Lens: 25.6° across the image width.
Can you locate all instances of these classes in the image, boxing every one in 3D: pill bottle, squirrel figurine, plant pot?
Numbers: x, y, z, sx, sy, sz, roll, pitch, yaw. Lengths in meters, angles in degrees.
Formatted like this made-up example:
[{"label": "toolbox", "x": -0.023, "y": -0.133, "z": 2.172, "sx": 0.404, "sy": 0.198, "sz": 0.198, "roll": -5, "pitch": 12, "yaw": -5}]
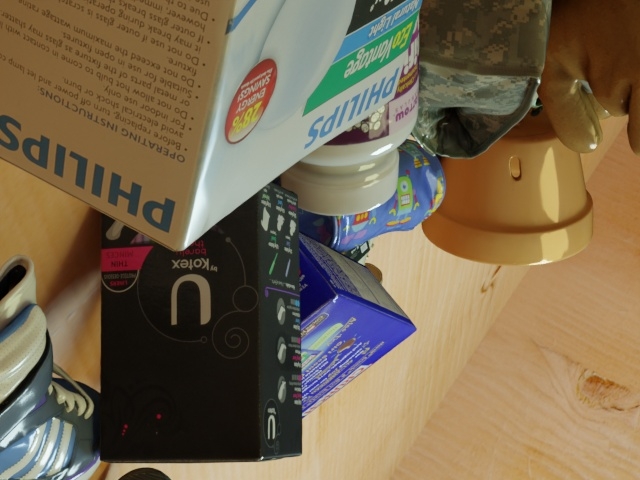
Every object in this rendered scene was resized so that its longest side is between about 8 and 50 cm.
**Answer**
[{"label": "pill bottle", "x": 0.015, "y": -0.181, "z": 1.403, "sx": 0.169, "sy": 0.169, "sz": 0.301, "roll": -45, "pitch": 143, "yaw": -43}, {"label": "squirrel figurine", "x": 0.333, "y": -0.324, "z": 1.998, "sx": 0.281, "sy": 0.370, "sz": 0.397, "roll": -49, "pitch": 130, "yaw": -35}, {"label": "plant pot", "x": 0.316, "y": -0.110, "z": 2.361, "sx": 0.291, "sy": 0.291, "sz": 0.203, "roll": -40, "pitch": 136, "yaw": -51}]

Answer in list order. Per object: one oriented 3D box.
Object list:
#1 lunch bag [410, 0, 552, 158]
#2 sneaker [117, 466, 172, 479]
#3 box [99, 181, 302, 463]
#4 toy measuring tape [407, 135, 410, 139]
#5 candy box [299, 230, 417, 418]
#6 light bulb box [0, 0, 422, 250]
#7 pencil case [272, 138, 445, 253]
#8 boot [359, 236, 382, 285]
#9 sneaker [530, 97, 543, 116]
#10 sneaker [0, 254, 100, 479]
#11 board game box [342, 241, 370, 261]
[{"label": "lunch bag", "x": 0.166, "y": -0.243, "z": 1.610, "sx": 0.287, "sy": 0.169, "sz": 0.235, "roll": 96, "pitch": 3, "yaw": -73}, {"label": "sneaker", "x": -0.263, "y": 0.410, "z": 1.786, "sx": 0.319, "sy": 0.112, "sz": 0.131, "roll": -63, "pitch": 180, "yaw": 14}, {"label": "box", "x": -0.114, "y": 0.079, "z": 1.372, "sx": 0.143, "sy": 0.165, "sz": 0.270, "roll": 22, "pitch": 66, "yaw": -73}, {"label": "toy measuring tape", "x": 0.106, "y": -0.208, "z": 1.879, "sx": 0.121, "sy": 0.121, "sz": 0.330, "roll": -58, "pitch": 179, "yaw": -11}, {"label": "candy box", "x": -0.059, "y": 0.126, "z": 1.670, "sx": 0.268, "sy": 0.122, "sz": 0.317, "roll": -39, "pitch": 159, "yaw": 9}, {"label": "light bulb box", "x": -0.068, "y": -0.245, "z": 1.066, "sx": 0.358, "sy": 0.225, "sz": 0.361, "roll": -40, "pitch": 152, "yaw": -51}, {"label": "pencil case", "x": 0.046, "y": -0.049, "z": 1.830, "sx": 0.306, "sy": 0.119, "sz": 0.133, "roll": -22, "pitch": 104, "yaw": -54}, {"label": "boot", "x": 0.048, "y": 0.030, "z": 2.094, "sx": 0.213, "sy": 0.077, "sz": 0.165, "roll": -25, "pitch": 140, "yaw": -55}, {"label": "sneaker", "x": 0.357, "y": -0.295, "z": 2.349, "sx": 0.256, "sy": 0.151, "sz": 0.094, "roll": -45, "pitch": 155, "yaw": -46}, {"label": "sneaker", "x": -0.260, "y": 0.117, "z": 1.239, "sx": 0.323, "sy": 0.130, "sz": 0.236, "roll": -15, "pitch": 136, "yaw": -60}, {"label": "board game box", "x": 0.000, "y": 0.000, "z": 1.896, "sx": 0.186, "sy": 0.026, "sz": 0.126, "roll": -42, "pitch": 124, "yaw": -48}]
